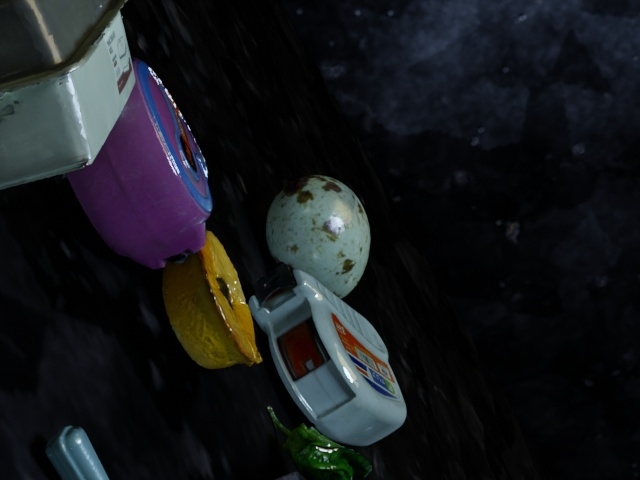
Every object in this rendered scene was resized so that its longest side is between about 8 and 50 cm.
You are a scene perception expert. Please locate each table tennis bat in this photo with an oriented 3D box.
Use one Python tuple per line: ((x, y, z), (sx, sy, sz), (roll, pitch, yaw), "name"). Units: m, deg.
((-0.186, 0.279, 1.263), (0.153, 0.040, 0.244), (-75, 142, -70), "table tennis bat")

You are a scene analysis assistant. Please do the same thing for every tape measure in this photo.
((-0.221, -0.088, 1.596), (0.245, 0.149, 0.231), (61, 8, -47), "tape measure")
((0.011, 0.185, 2.026), (0.243, 0.125, 0.246), (37, 26, -50), "tape measure")

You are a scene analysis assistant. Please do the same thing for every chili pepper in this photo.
((-0.005, 0.276, 1.743), (0.122, 0.065, 0.279), (39, -10, -10), "chili pepper")

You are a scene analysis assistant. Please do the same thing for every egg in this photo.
((0.000, 0.000, 2.233), (0.169, 0.169, 0.231), (-98, 171, -54), "egg")

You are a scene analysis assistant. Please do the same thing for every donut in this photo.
((-0.142, 0.080, 1.709), (0.174, 0.075, 0.190), (58, 11, -40), "donut")

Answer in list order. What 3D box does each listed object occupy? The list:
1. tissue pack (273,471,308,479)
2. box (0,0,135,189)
((-0.007, 0.372, 1.719), (0.155, 0.065, 0.115), (48, 20, -50), "tissue pack")
((-0.295, -0.162, 1.265), (0.290, 0.221, 0.166), (-86, 160, -67), "box")
